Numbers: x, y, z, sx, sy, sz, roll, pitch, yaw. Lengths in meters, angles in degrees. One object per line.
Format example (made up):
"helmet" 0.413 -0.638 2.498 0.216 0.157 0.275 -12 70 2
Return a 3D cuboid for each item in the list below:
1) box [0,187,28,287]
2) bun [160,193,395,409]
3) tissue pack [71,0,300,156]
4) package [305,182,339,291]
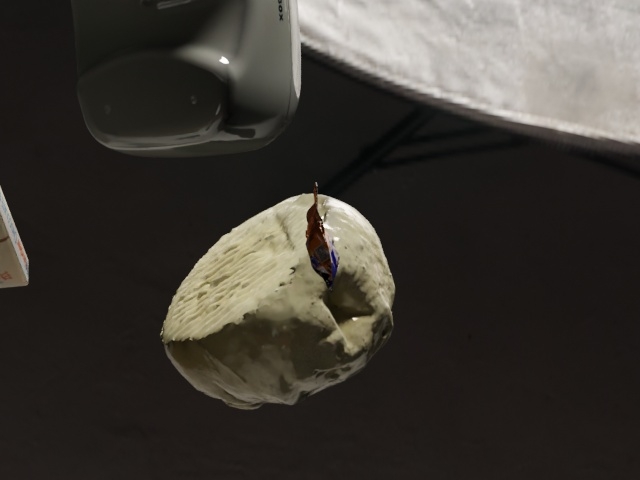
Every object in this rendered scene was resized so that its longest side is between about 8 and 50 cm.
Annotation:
"box" -0.509 -0.019 1.514 0.265 0.273 0.048 -4 56 -3
"bun" -0.045 0.099 1.740 0.359 0.360 0.211 -48 114 -18
"tissue pack" -0.141 -0.259 1.379 0.229 0.236 0.333 -3 94 22
"package" -0.001 0.000 1.379 0.033 0.077 0.110 -17 70 2
